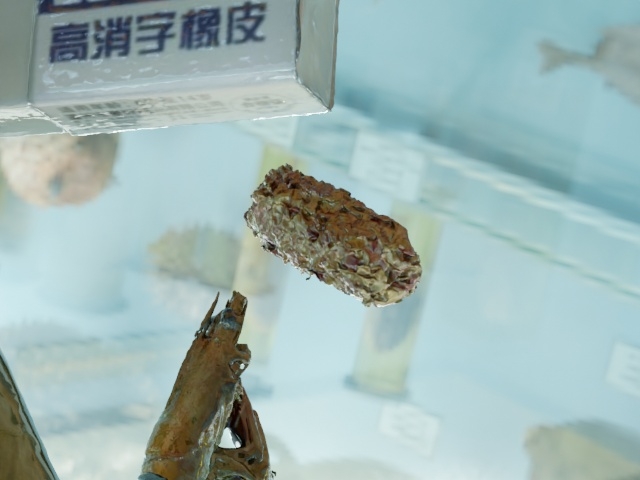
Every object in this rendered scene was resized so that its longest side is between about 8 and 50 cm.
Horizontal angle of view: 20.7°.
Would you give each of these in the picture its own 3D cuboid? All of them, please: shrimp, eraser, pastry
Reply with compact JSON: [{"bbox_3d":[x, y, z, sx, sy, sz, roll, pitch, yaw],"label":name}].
[{"bbox_3d":[-0.094,0.188,1.751,0.152,0.287,0.063,32,147,-25],"label":"shrimp"},{"bbox_3d":[-0.097,-0.128,0.974,0.210,0.124,0.068,-4,163,20],"label":"eraser"},{"bbox_3d":[0.000,-0.002,1.366,0.169,0.087,0.063,25,-148,34],"label":"pastry"}]

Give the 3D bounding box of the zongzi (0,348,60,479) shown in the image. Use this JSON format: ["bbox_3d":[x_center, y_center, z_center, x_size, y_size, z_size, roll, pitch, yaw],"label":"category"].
[{"bbox_3d":[-0.236,-0.034,0.887,0.418,0.447,0.181,19,-156,24],"label":"zongzi"}]

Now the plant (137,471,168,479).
[{"bbox_3d":[-0.213,0.241,1.449,0.251,0.180,0.333,0,-152,45],"label":"plant"}]
